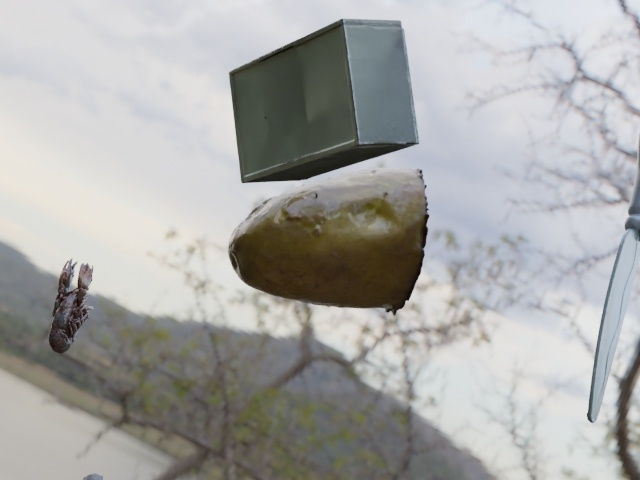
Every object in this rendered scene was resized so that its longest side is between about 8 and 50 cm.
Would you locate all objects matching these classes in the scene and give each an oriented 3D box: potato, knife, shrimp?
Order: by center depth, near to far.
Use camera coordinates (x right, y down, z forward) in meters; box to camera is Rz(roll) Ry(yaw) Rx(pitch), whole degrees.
[{"bbox_3d":[-0.219,0.055,1.227,0.038,0.092,0.029,-15,-29,32],"label":"shrimp"},{"bbox_3d":[0.299,0.013,1.325,0.044,0.331,0.080,10,-25,26],"label":"knife"},{"bbox_3d":[0.000,0.000,1.978,0.266,0.229,0.229,0,-2,-20],"label":"potato"}]

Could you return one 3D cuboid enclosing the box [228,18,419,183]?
[{"bbox_3d":[0.000,-0.144,1.471,0.086,0.130,0.225,-4,-5,-34],"label":"box"}]

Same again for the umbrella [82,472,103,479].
[{"bbox_3d":[-0.366,0.419,2.206,0.031,0.036,0.133,25,21,-19],"label":"umbrella"}]
